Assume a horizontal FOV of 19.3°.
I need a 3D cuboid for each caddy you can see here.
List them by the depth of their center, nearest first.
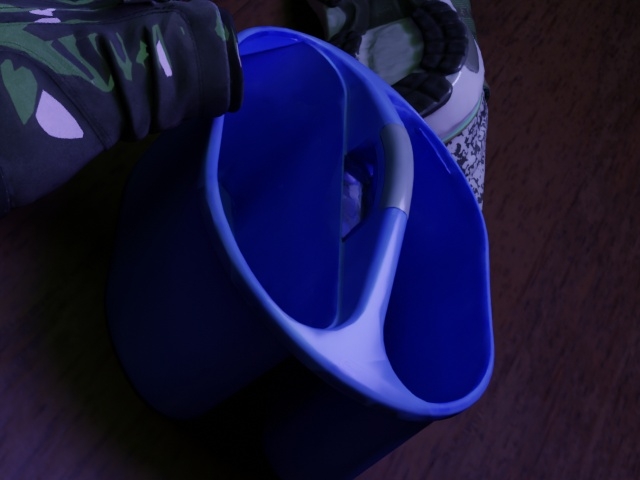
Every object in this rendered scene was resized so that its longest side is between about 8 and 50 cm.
[{"bbox_3d":[0.000,0.000,1.265,0.241,0.179,0.341,33,33,-23],"label":"caddy"}]

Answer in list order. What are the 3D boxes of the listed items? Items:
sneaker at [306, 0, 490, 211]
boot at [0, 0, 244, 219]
[{"bbox_3d":[0.080,-0.147,1.625,0.410,0.158,0.182,-84,156,-54],"label":"sneaker"},{"bbox_3d":[-0.210,-0.183,1.179,0.223,0.118,0.338,-30,87,-19],"label":"boot"}]
